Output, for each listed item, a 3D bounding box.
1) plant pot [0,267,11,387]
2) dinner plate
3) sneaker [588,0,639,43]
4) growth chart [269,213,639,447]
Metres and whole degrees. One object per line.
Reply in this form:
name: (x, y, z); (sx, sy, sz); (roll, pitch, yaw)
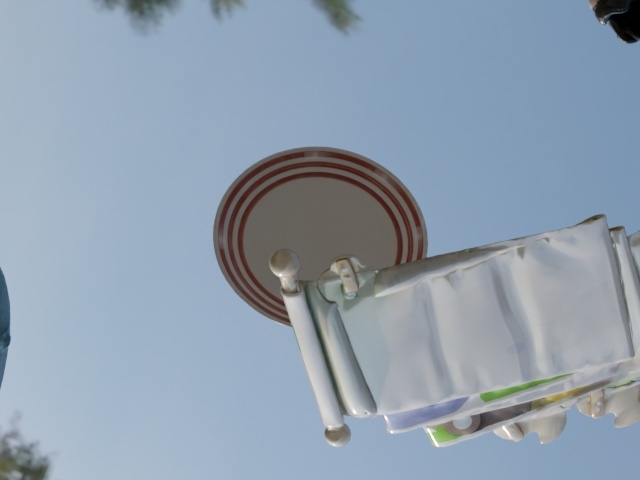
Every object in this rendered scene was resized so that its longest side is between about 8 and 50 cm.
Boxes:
plant pot: (-0.287, 0.062, 0.745); (0.196, 0.293, 0.293); (15, -108, 10)
dinner plate: (0.000, 0.000, 0.938); (0.017, 0.141, 0.141); (96, 1, -59)
sneaker: (0.284, -0.198, 1.212); (0.063, 0.170, 0.074); (-27, -119, 45)
growth chart: (0.100, 0.056, 0.803); (0.237, 0.172, 0.021); (-10, -142, -1)
